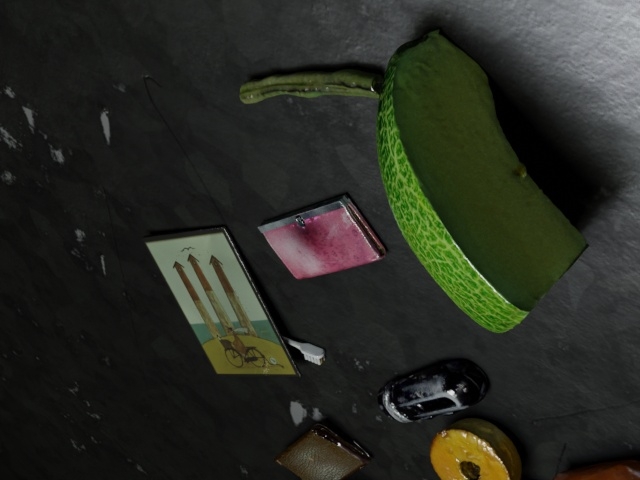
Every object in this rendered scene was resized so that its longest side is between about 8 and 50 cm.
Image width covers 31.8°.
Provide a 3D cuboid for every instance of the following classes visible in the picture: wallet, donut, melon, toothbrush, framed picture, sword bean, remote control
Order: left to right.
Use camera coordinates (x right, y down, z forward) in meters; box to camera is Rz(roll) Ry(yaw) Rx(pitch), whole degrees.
[{"bbox_3d":[-0.185,0.121,2.083,0.244,0.013,0.323,-7,117,44],"label":"framed picture"},{"bbox_3d":[-0.132,0.163,2.100,0.342,0.025,0.030,19,138,30],"label":"toothbrush"},{"bbox_3d":[-0.018,-0.215,1.570,0.269,0.038,0.043,4,105,43],"label":"sword bean"},{"bbox_3d":[0.000,0.000,1.791,0.119,0.025,0.232,53,146,-15],"label":"wallet"},{"bbox_3d":[0.002,0.434,2.237,0.133,0.039,0.243,34,148,-3],"label":"wallet"},{"bbox_3d":[0.172,0.262,1.859,0.090,0.066,0.266,52,145,-5],"label":"remote control"},{"bbox_3d":[0.180,-0.075,1.411,0.226,0.331,0.343,-44,84,19],"label":"melon"},{"bbox_3d":[0.265,0.366,1.867,0.162,0.065,0.178,46,145,10],"label":"donut"}]

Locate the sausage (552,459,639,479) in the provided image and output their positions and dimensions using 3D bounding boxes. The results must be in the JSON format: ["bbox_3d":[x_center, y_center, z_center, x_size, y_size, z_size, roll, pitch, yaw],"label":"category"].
[{"bbox_3d":[0.435,0.416,1.691,0.153,0.141,0.268,48,148,-8],"label":"sausage"}]
